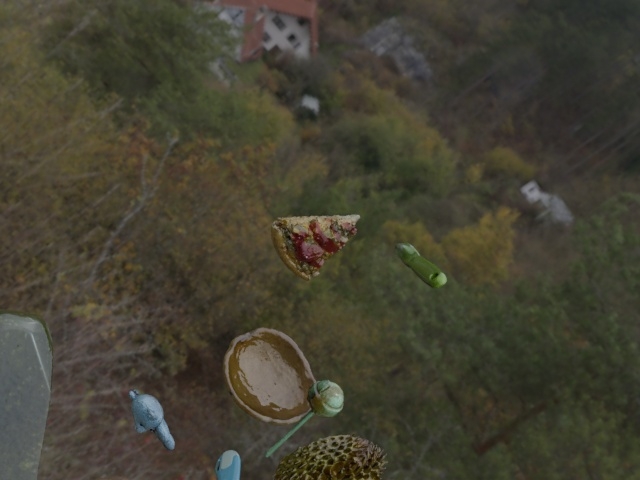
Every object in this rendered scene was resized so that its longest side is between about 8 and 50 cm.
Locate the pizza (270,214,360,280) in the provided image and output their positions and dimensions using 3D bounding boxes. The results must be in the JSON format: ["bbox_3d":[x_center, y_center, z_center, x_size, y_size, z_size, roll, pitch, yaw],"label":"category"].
[{"bbox_3d":[0.000,0.000,1.848,0.188,0.199,0.062,56,12,-40],"label":"pizza"}]

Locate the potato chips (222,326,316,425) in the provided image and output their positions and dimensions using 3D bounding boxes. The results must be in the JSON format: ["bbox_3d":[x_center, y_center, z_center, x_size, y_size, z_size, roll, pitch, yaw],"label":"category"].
[{"bbox_3d":[-0.100,0.277,1.686,0.208,0.062,0.195,26,50,-10],"label":"potato chips"}]

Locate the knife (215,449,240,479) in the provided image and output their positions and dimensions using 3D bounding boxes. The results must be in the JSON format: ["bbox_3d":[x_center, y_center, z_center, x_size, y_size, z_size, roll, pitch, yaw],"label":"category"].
[{"bbox_3d":[-0.205,0.534,1.860,0.031,0.064,0.222,62,9,-21],"label":"knife"}]

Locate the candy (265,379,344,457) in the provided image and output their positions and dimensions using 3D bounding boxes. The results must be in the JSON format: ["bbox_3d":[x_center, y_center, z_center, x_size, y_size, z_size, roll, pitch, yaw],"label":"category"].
[{"bbox_3d":[-0.034,0.300,1.401,0.061,0.202,0.061,31,31,-21],"label":"candy"}]

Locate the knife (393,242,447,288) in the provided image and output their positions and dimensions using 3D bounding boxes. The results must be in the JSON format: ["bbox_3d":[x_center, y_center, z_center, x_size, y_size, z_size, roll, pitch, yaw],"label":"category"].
[{"bbox_3d":[0.103,0.023,0.915,0.026,0.022,0.184,47,1,-14],"label":"knife"}]

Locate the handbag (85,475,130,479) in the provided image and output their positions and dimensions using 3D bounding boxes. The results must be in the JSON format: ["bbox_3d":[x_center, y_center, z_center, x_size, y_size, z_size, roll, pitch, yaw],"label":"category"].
[{"bbox_3d":[-0.413,0.604,1.640,0.149,0.283,0.301,-6,72,-21],"label":"handbag"}]

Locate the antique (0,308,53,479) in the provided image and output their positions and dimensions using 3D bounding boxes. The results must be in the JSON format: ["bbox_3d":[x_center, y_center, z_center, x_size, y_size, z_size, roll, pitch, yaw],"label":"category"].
[{"bbox_3d":[-0.308,0.174,0.804,0.080,0.220,0.081,11,1,-36],"label":"antique"}]

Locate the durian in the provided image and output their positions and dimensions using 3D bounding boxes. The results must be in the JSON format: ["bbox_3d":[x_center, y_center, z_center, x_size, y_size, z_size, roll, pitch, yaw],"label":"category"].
[{"bbox_3d":[0.013,0.473,1.786,0.144,0.252,0.139,65,-7,-3],"label":"durian"}]

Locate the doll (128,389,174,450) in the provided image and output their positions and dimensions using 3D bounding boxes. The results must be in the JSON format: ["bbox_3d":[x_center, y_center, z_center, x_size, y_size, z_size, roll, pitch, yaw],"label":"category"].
[{"bbox_3d":[-0.410,0.445,2.051,0.120,0.075,0.179,28,-40,43],"label":"doll"}]
